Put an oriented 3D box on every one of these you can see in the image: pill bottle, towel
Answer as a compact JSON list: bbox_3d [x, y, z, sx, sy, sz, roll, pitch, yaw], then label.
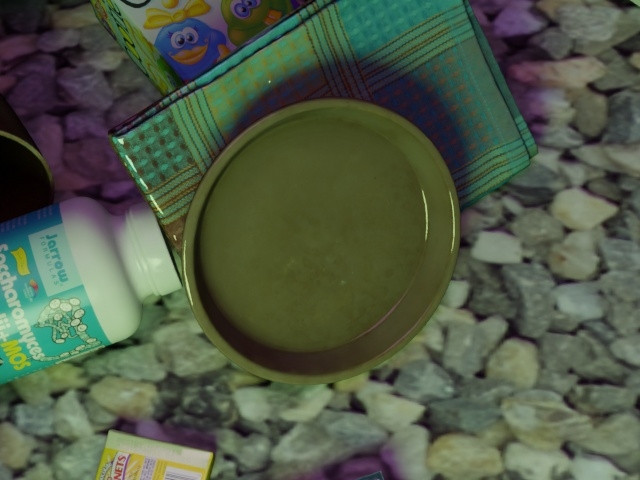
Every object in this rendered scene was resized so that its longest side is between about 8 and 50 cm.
[{"bbox_3d":[-0.270,0.048,1.277,0.264,0.146,0.146,-21,69,-4],"label":"pill bottle"},{"bbox_3d":[0.017,-0.091,1.276,0.370,0.271,0.040,-34,26,-11],"label":"towel"}]

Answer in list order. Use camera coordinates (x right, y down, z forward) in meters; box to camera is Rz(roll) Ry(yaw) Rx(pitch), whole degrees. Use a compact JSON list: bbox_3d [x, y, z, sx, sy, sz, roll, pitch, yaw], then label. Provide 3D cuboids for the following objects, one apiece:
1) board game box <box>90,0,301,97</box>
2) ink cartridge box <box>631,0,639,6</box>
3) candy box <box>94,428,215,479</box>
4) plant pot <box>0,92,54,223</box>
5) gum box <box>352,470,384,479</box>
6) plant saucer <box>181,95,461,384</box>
[{"bbox_3d":[-0.112,-0.212,1.370,0.144,0.142,0.275,-38,71,-11],"label":"board game box"},{"bbox_3d":[0.522,-0.358,1.373,0.279,0.160,0.384,39,76,16],"label":"ink cartridge box"},{"bbox_3d":[-0.173,0.285,1.241,0.105,0.027,0.205,10,69,10],"label":"candy box"},{"bbox_3d":[-0.400,-0.111,1.332,0.215,0.215,0.230,-24,55,-5],"label":"plant pot"},{"bbox_3d":[0.011,0.321,1.207,0.157,0.041,0.184,-18,68,-3],"label":"gum box"},{"bbox_3d":[0.000,0.000,1.253,0.278,0.041,0.277,-6,107,-21],"label":"plant saucer"}]
